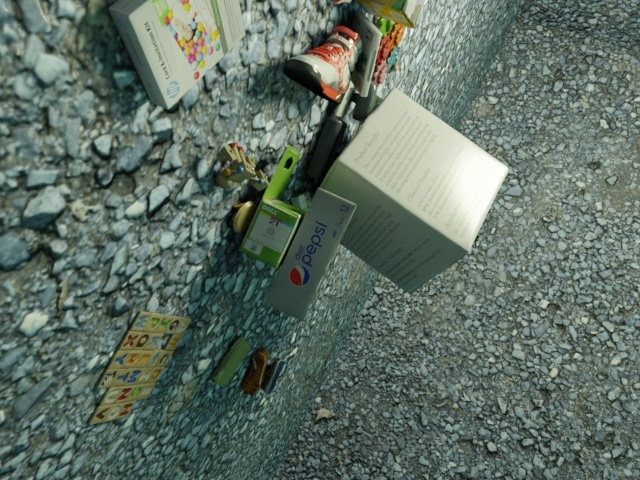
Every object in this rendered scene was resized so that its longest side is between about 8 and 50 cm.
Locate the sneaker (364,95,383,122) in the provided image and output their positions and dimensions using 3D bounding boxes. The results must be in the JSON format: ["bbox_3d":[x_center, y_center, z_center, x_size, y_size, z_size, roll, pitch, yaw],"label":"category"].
[{"bbox_3d":[0.179,-0.390,1.466,0.065,0.076,0.166,-60,162,-8],"label":"sneaker"}]

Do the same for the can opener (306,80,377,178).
[{"bbox_3d":[0.058,-0.287,1.239,0.076,0.095,0.284,-17,131,-67],"label":"can opener"}]

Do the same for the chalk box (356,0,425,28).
[{"bbox_3d":[0.182,-0.617,1.061,0.132,0.132,0.213,-15,128,-66],"label":"chalk box"}]

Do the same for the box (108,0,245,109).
[{"bbox_3d":[-0.182,-0.295,0.643,0.186,0.038,0.145,-54,160,-25],"label":"box"}]

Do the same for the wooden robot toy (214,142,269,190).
[{"bbox_3d":[-0.169,-0.132,0.911,0.079,0.076,0.173,-29,166,11],"label":"wooden robot toy"}]

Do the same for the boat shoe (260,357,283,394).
[{"bbox_3d":[-0.187,0.478,1.697,0.066,0.066,0.183,-34,152,-53],"label":"boat shoe"}]

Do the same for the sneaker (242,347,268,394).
[{"bbox_3d":[-0.211,0.443,1.590,0.175,0.064,0.067,-65,173,16],"label":"sneaker"}]

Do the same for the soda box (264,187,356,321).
[{"bbox_3d":[-0.020,0.030,1.076,0.091,0.098,0.287,-10,124,-86],"label":"soda box"}]

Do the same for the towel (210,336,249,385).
[{"bbox_3d":[-0.259,0.351,1.376,0.148,0.027,0.110,-59,163,-17],"label":"towel"}]

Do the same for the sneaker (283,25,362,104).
[{"bbox_3d":[0.012,-0.383,0.985,0.145,0.090,0.270,-67,166,11],"label":"sneaker"}]

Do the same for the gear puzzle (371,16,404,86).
[{"bbox_3d":[0.199,-0.586,1.293,0.175,0.044,0.339,-53,160,-29],"label":"gear puzzle"}]

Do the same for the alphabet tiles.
[{"bbox_3d":[-0.368,0.256,0.959,0.237,0.009,0.198,-62,163,-6],"label":"alphabet tiles"}]

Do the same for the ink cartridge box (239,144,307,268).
[{"bbox_3d":[-0.075,-0.078,1.107,0.255,0.096,0.189,-65,176,7],"label":"ink cartridge box"}]

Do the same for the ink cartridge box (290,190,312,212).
[{"bbox_3d":[-0.040,-0.072,1.290,0.063,0.029,0.115,-38,117,-54],"label":"ink cartridge box"}]

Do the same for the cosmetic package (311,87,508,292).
[{"bbox_3d":[0.230,-0.130,1.332,0.329,0.393,0.327,-53,179,-29],"label":"cosmetic package"}]

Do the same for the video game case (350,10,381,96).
[{"bbox_3d":[0.094,-0.433,1.096,0.157,0.019,0.143,-109,-157,-46],"label":"video game case"}]

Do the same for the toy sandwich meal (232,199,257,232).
[{"bbox_3d":[-0.170,-0.055,1.043,0.085,0.029,0.086,-49,156,-31],"label":"toy sandwich meal"}]

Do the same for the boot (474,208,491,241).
[{"bbox_3d":[0.444,-0.055,1.344,0.099,0.045,0.121,-52,-172,16],"label":"boot"}]

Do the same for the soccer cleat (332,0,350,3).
[{"bbox_3d":[0.052,-0.515,1.005,0.083,0.029,0.036,-57,158,-32],"label":"soccer cleat"}]
